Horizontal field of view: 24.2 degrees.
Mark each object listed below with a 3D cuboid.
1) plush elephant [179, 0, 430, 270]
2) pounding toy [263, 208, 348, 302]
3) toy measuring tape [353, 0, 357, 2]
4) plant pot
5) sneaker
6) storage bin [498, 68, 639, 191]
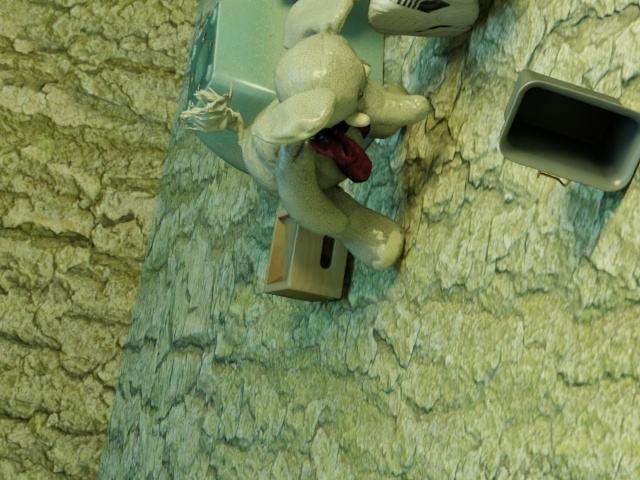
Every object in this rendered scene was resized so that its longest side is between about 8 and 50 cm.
[{"bbox_3d":[0.015,-0.163,1.890,0.255,0.330,0.272,-41,33,58],"label":"plush elephant"},{"bbox_3d":[0.003,-0.010,2.155,0.206,0.094,0.181,165,115,-70],"label":"pounding toy"},{"bbox_3d":[0.050,-0.391,2.084,0.330,0.121,0.121,-12,66,55],"label":"toy measuring tape"},{"bbox_3d":[-0.065,-0.242,2.269,0.247,0.252,0.248,131,147,-55],"label":"plant pot"},{"bbox_3d":[0.138,-0.386,1.832,0.366,0.137,0.210,109,165,-78],"label":"sneaker"},{"bbox_3d":[0.239,-0.110,1.453,0.091,0.135,0.098,-89,17,-67],"label":"storage bin"}]
